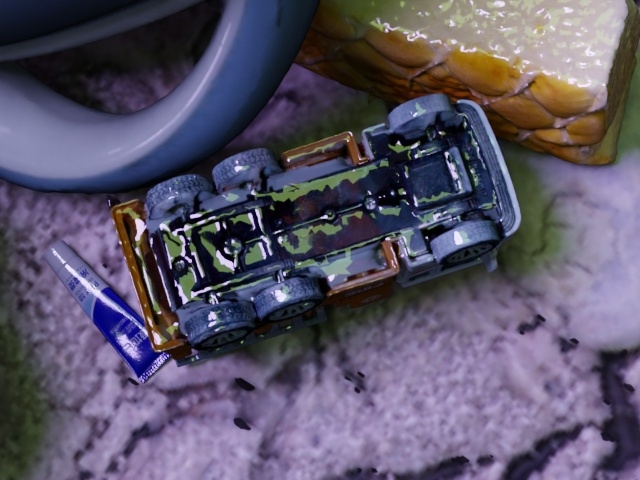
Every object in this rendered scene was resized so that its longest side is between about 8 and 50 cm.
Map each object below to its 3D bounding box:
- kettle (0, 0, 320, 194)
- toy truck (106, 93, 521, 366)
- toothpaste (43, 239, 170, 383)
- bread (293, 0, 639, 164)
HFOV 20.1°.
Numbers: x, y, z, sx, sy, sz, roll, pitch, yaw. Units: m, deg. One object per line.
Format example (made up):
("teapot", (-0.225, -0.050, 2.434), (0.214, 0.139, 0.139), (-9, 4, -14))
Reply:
("kettle", (-0.145, -0.158, 0.780), (0.319, 0.342, 0.247), (55, 50, -13))
("toy truck", (0.001, 0.001, 0.853), (0.178, 0.115, 0.080), (-17, 75, -2))
("toothpaste", (-0.109, 0.034, 0.916), (0.024, 0.015, 0.083), (-43, 80, 7))
("bread", (0.058, -0.101, 0.859), (0.188, 0.125, 0.068), (21, 82, 13))
